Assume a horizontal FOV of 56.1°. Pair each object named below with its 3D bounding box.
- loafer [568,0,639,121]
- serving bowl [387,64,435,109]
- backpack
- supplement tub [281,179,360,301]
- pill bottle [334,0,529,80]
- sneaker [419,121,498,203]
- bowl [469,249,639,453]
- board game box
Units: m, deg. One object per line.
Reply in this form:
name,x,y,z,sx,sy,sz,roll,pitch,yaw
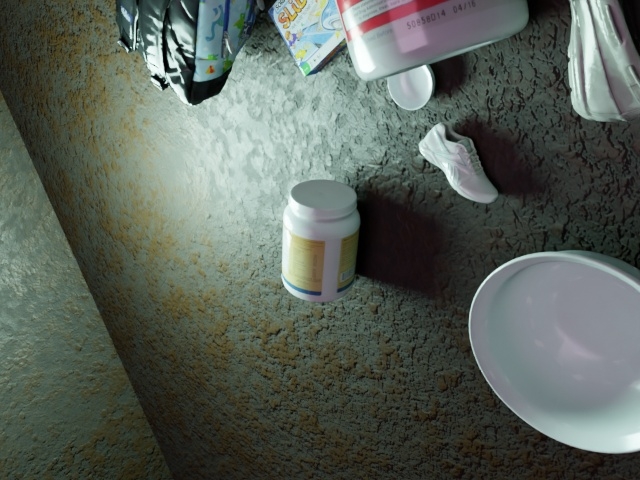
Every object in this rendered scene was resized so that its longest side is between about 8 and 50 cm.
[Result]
loafer,0.333,-0.289,0.665,0.112,0.112,0.319,10,127,48
serving bowl,0.146,-0.248,0.939,0.083,0.027,0.083,24,126,37
backpack,-0.235,-0.475,1.064,0.290,0.273,0.355,48,159,19
supplement tub,0.000,0.000,1.136,0.144,0.144,0.199,27,128,33
pill bottle,0.097,-0.426,0.739,0.229,0.229,0.407,-5,107,47
sneaker,0.217,-0.119,0.919,0.152,0.054,0.061,48,135,16
bowl,0.371,0.131,0.836,0.298,0.134,0.297,23,125,37
board game box,0.006,-0.387,1.001,0.201,0.035,0.136,-31,88,49
